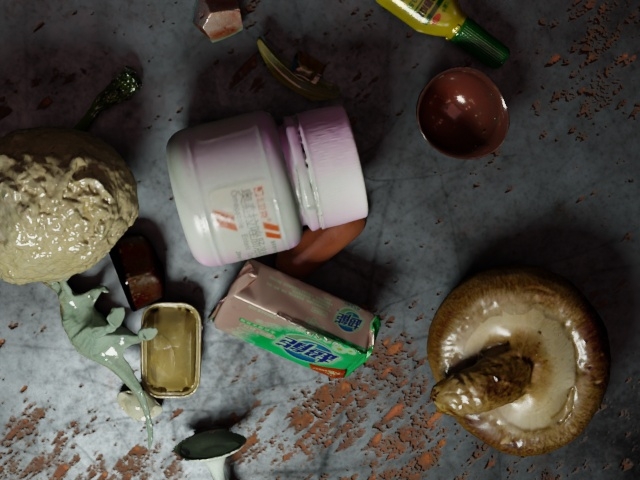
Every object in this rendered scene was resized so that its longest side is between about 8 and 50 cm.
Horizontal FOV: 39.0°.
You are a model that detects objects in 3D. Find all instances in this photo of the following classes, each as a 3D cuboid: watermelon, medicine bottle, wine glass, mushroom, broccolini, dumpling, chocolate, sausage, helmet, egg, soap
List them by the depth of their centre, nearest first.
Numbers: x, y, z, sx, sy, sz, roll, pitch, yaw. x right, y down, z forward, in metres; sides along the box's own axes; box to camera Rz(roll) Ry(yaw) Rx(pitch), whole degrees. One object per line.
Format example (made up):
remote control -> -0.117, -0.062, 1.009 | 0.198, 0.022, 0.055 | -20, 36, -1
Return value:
egg -> -0.455, -0.063, 1.495 | 0.310, 0.279, 0.279 | -21, 101, 26
medicine bottle -> -0.087, -0.100, 1.528 | 0.302, 0.241, 0.241 | -14, 100, -2
watermelon -> -0.178, -0.396, 1.562 | 0.085, 0.072, 0.092 | -29, 96, -16
medicine bottle -> 0.219, -0.392, 1.592 | 0.261, 0.064, 0.095 | 34, 96, -9
broccolini -> -0.409, -0.216, 1.593 | 0.239, 0.051, 0.054 | -40, 58, 9
helmet -> 0.242, -0.228, 1.598 | 0.175, 0.106, 0.155 | 25, 100, -13
chocolate -> -0.321, 0.047, 1.607 | 0.080, 0.125, 0.148 | -20, 96, -17
soap -> -0.049, 0.143, 1.612 | 0.273, 0.218, 0.098 | 25, 61, -8
mushroom -> 0.356, 0.209, 1.637 | 0.345, 0.239, 0.345 | -7, 119, -12
sausage -> 0.000, 0.000, 1.638 | 0.194, 0.077, 0.077 | -38, 100, 1
wine glass -> -0.179, 0.512, 1.677 | 0.144, 0.143, 0.321 | -9, 103, -2
dumpling -> -0.338, 0.306, 1.684 | 0.076, 0.057, 0.052 | -1, 62, -29

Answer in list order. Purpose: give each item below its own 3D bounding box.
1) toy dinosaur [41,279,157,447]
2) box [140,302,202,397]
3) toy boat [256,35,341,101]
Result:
toy dinosaur -> -0.371, 0.180, 1.598 | 0.206, 0.092, 0.392 | -16, 108, 41
box -> -0.268, 0.195, 1.635 | 0.111, 0.111, 0.177 | 0, 100, -4
toy boat -> -0.041, -0.300, 1.588 | 0.172, 0.065, 0.066 | 29, 110, -13
